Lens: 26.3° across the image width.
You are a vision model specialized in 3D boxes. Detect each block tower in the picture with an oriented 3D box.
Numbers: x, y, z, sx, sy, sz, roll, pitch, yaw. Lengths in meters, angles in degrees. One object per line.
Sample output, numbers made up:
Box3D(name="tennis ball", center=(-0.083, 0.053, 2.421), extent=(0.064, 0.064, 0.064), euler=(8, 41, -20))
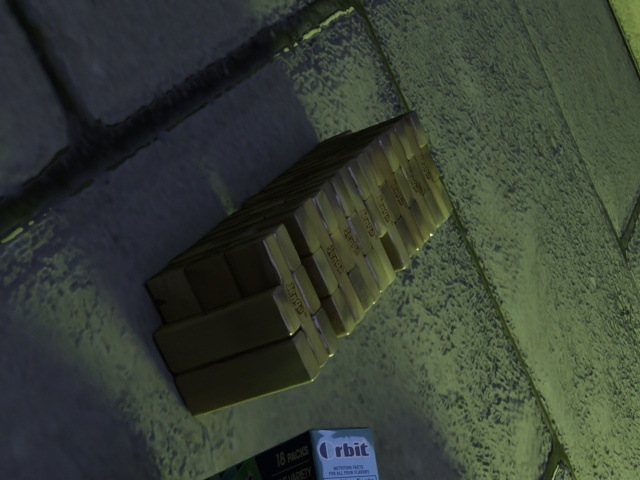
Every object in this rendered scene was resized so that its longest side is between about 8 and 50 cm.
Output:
Box3D(name="block tower", center=(0.000, 0.000, 0.957), extent=(0.091, 0.097, 0.335), euler=(66, 26, -11))

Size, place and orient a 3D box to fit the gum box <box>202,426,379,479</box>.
Box3D(name="gum box", center=(-0.017, 0.207, 0.718), extent=(0.041, 0.157, 0.184), euler=(4, 67, -33))
